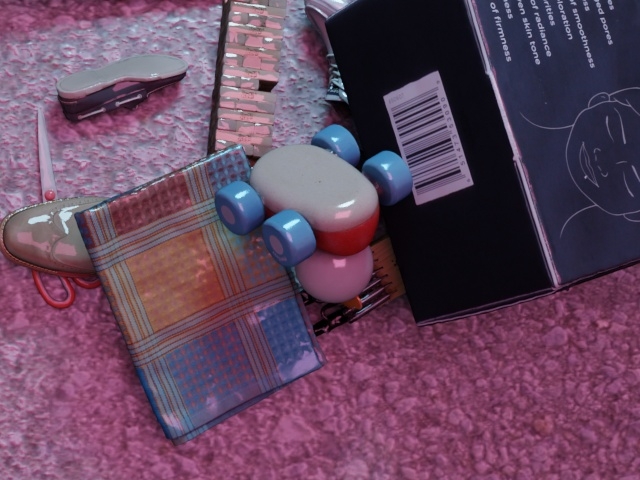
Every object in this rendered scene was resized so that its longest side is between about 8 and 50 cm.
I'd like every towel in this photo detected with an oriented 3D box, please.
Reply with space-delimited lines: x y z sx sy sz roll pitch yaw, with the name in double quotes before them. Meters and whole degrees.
"towel" -0.163 0.079 1.778 0.271 0.040 0.370 -26 107 -21

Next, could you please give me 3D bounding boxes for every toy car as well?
"toy car" 0.000 0.000 1.757 0.219 0.210 0.238 -32 133 -28

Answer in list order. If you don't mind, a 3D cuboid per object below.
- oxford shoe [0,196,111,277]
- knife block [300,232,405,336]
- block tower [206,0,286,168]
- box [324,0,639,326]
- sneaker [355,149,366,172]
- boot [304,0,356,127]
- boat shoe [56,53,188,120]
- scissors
"oxford shoe" -0.288 -0.014 1.806 0.348 0.130 0.123 -1 82 -21
"knife block" 0.084 0.051 1.942 0.088 0.242 0.276 60 29 -2
"block tower" -0.117 -0.221 1.911 0.091 0.097 0.335 7 80 -14
"box" 0.323 -0.172 1.832 0.472 0.297 0.480 -14 86 -39
"sneaker" 0.077 -0.120 1.959 0.170 0.051 0.089 -42 99 2
"boot" 0.045 -0.271 1.954 0.258 0.095 0.123 44 75 -11
"boat shoe" -0.300 -0.232 1.894 0.206 0.075 0.065 -17 130 -21
"scissors" -0.410 -0.047 1.850 0.109 0.021 0.297 -22 90 -15
